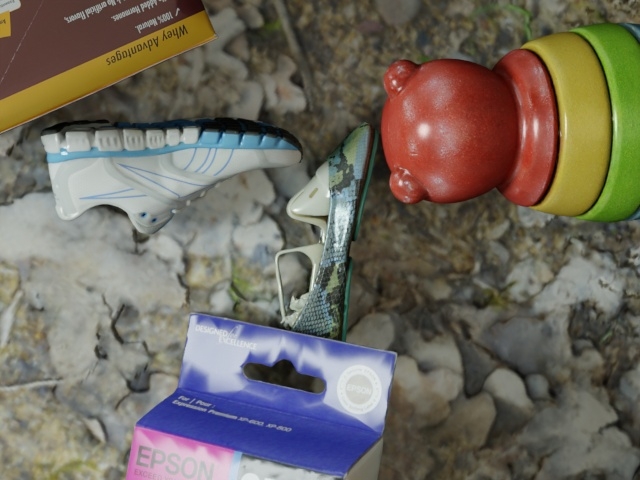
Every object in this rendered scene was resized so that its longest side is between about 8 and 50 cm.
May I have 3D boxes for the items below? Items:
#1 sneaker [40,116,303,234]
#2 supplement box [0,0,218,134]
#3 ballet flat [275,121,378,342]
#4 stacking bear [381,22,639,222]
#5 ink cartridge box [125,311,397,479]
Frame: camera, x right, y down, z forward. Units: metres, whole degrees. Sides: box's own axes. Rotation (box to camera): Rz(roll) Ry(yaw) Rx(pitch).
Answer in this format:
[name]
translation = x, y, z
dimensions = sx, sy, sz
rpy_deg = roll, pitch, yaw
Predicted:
[sneaker]
translation = -0.107, -0.047, 1.291
dimensions = 0.190, 0.071, 0.083
rpy_deg = -3, 101, -12
[supplement box]
translation = -0.206, -0.187, 1.203
dimensions = 0.191, 0.129, 0.194
rpy_deg = -26, 103, -18
[ballet flat]
translation = 0.000, 0.000, 1.334
dimensions = 0.070, 0.070, 0.188
rpy_deg = 10, 87, -21
[stacking bear]
translation = 0.185, -0.088, 1.353
dimensions = 0.289, 0.164, 0.175
rpy_deg = -4, 95, -16
[ink cartridge box]
translation = -0.063, 0.246, 1.273
dimensions = 0.069, 0.175, 0.371
rpy_deg = 14, 86, -64
